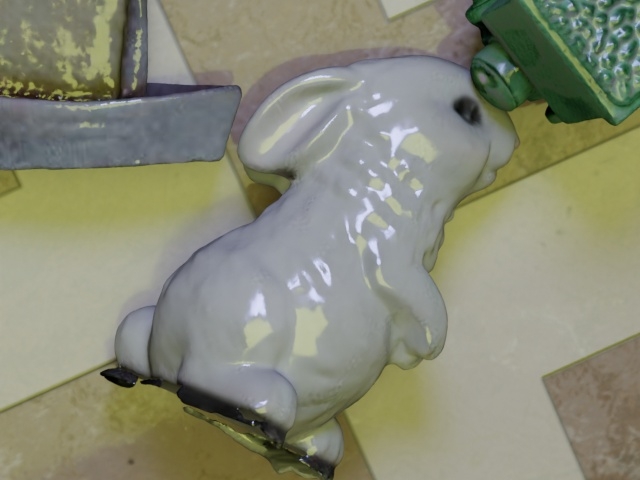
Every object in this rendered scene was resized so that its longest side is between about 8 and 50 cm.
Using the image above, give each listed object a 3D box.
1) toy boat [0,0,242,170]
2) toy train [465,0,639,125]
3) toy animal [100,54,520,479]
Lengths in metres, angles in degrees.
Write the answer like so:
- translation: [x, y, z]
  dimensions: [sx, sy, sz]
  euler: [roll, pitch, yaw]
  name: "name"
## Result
- translation: [-0.219, -0.175, 1.555]
  dimensions: [0.276, 0.111, 0.293]
  euler: [-15, 102, 10]
  name: "toy boat"
- translation: [0.238, -0.200, 1.543]
  dimensions: [0.266, 0.202, 0.145]
  euler: [-41, 98, -12]
  name: "toy train"
- translation: [0.000, 0.000, 1.588]
  dimensions: [0.258, 0.194, 0.357]
  euler: [24, 79, 16]
  name: "toy animal"
